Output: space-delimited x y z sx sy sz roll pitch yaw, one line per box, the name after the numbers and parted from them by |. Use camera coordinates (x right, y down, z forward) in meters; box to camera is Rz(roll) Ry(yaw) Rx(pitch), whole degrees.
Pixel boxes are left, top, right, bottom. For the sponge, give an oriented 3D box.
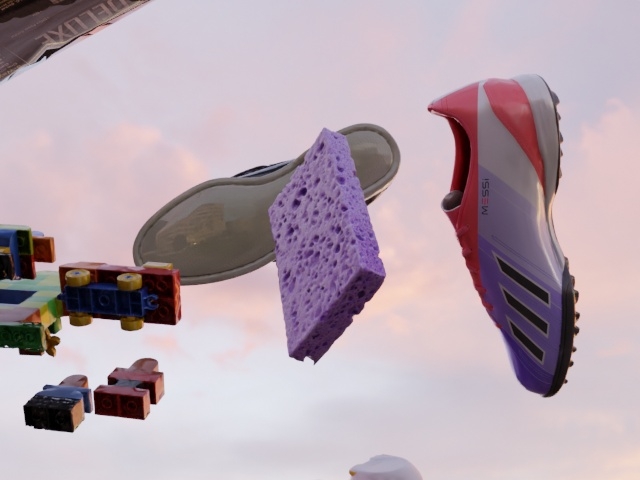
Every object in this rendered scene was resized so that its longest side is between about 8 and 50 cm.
0.000 0.000 0.820 0.031 0.210 0.117 21 -56 -25 | sponge

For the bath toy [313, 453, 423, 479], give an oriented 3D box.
-0.024 0.358 1.043 0.348 0.128 0.151 -11 3 -33 | bath toy

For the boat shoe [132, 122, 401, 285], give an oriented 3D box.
-0.062 -0.033 1.085 0.340 0.127 0.113 -31 -11 -7 | boat shoe

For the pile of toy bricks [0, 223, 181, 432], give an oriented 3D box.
-0.178 0.040 0.559 0.212 0.118 0.105 5 18 11 | pile of toy bricks

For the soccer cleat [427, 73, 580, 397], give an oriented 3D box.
0.175 0.003 0.857 0.117 0.318 0.108 -9 11 -8 | soccer cleat

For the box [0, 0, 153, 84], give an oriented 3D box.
-0.215 -0.129 0.390 0.308 0.076 0.242 -29 -9 2 | box
